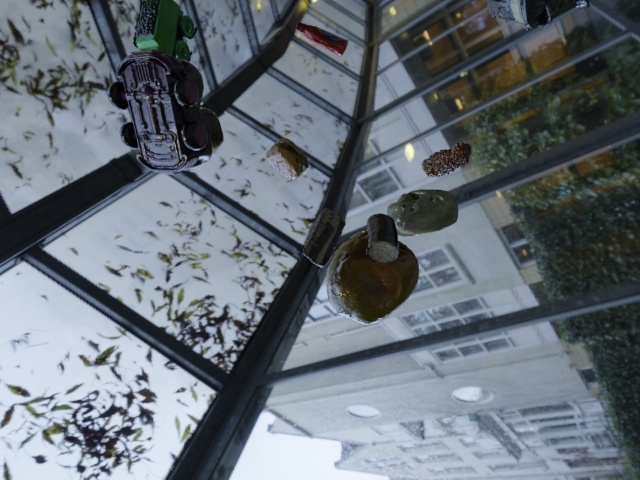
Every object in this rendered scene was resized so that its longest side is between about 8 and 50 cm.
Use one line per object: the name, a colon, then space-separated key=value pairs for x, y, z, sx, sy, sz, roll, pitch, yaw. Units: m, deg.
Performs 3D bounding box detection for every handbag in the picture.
handbag: x=0.545 y=-0.634 z=1.041 sx=0.181 sy=0.254 sz=0.181 roll=59 pitch=174 yaw=49

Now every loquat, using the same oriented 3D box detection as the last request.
loquat: x=0.155 y=0.111 z=1.334 sx=0.276 sy=0.276 sz=0.284 roll=24 pitch=-85 yaw=-51

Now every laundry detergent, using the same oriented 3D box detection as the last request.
laundry detergent: x=0.003 y=-0.634 z=1.361 sx=0.165 sy=0.049 sz=0.097 roll=25 pitch=-145 yaw=-2

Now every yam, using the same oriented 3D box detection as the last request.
yam: x=0.157 y=-0.009 z=1.114 sx=0.084 sy=0.084 sz=0.127 roll=48 pitch=-149 yaw=-32

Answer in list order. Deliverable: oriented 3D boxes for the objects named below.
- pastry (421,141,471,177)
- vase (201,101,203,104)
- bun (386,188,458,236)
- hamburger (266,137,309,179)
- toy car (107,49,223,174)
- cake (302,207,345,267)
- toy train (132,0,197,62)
pastry: x=0.407 y=-0.250 z=1.401 sx=0.087 sy=0.169 sz=0.063 roll=24 pitch=-124 yaw=-39
vase: x=-0.500 y=-0.466 z=1.662 sx=0.059 sy=0.059 sz=0.167 roll=31 pitch=-110 yaw=-47
bun: x=0.290 y=-0.090 z=1.265 sx=0.237 sy=0.210 sz=0.116 roll=-47 pitch=-54 yaw=-62
hamburger: x=-0.112 y=-0.270 z=1.471 sx=0.138 sy=0.147 sz=0.083 roll=43 pitch=-111 yaw=-18
toy car: x=-0.417 y=-0.369 z=1.267 sx=0.240 sy=0.271 sz=0.340 roll=-46 pitch=-43 yaw=-56
cake: x=-0.006 y=0.010 z=1.692 sx=0.112 sy=0.135 sz=0.246 roll=34 pitch=-124 yaw=-12
toy train: x=-0.570 y=-0.760 z=1.606 sx=0.188 sy=0.132 sz=0.243 roll=17 pitch=-101 yaw=-63
